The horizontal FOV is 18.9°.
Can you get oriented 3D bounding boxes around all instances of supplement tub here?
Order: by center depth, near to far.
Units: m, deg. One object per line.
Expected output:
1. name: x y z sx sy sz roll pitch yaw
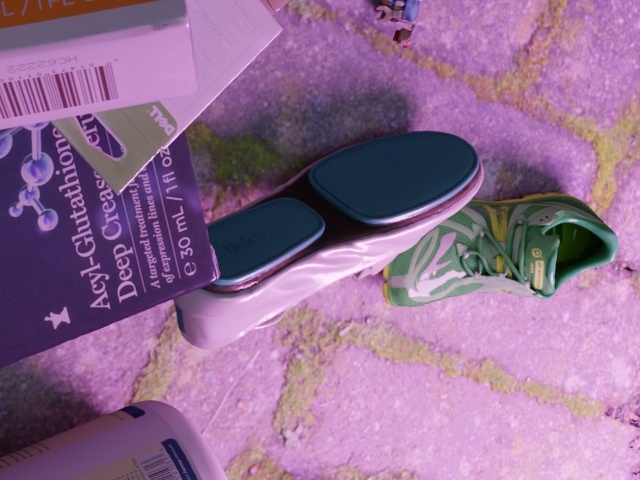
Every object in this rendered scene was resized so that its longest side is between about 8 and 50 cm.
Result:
1. supplement tub: -0.257 0.313 1.865 0.325 0.235 0.235 -21 114 -24

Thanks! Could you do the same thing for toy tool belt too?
1. toy tool belt: 0.079 -0.248 2.020 0.051 0.052 0.083 17 92 -2

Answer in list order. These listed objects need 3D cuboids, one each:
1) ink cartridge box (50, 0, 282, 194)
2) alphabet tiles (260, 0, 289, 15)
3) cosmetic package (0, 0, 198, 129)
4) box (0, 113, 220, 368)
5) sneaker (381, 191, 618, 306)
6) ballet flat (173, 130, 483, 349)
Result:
1. ink cartridge box: -0.145 -0.152 1.646 0.209 0.062 0.109 -47 122 -12
2. alphabet tiles: -0.112 -0.371 1.884 0.285 0.011 0.342 -43 121 -13
3. cosmetic package: -0.250 -0.331 1.553 0.230 0.161 0.453 -11 73 -5
4. box: -0.331 -0.053 1.727 0.395 0.212 0.293 -22 115 -23
5. sneaker: 0.200 0.009 2.118 0.295 0.123 0.109 -14 112 -26
6. ballet flat: 0.000 0.000 1.994 0.400 0.139 0.139 -26 117 -35
